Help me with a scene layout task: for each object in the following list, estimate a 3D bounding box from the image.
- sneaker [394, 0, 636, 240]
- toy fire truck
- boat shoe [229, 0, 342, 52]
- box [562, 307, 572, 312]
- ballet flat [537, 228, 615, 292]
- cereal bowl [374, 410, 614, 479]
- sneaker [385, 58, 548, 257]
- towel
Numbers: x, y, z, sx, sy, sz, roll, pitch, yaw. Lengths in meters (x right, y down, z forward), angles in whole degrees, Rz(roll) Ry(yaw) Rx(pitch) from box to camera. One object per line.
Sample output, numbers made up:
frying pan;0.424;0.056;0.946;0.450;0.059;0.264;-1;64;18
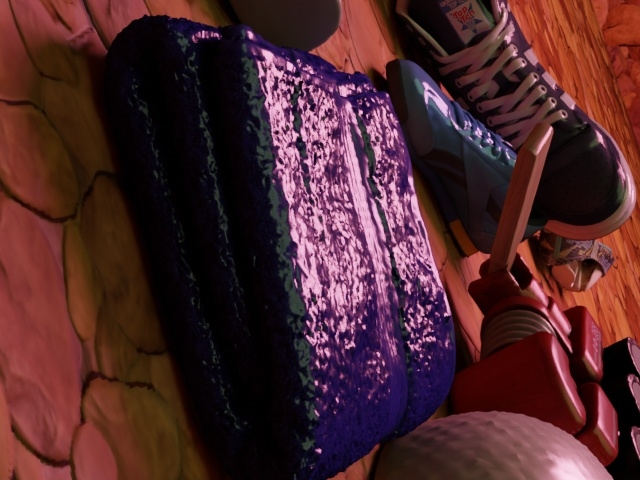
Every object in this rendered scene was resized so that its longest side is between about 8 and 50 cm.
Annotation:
sneaker;0.152;-0.130;1.438;0.282;0.099;0.153;59;4;35
toy fire truck;0.156;0.067;1.259;0.246;0.158;0.217;55;20;-15
boat shoe;-0.045;-0.202;0.964;0.228;0.080;0.076;56;16;-47
box;0.250;0.174;1.628;0.186;0.038;0.145;-85;152;-56
ballet flat;0.261;0.021;1.816;0.188;0.070;0.070;32;43;-64
cereal bowl;0.154;0.256;1.026;0.339;0.141;0.339;-17;90;-75
sneaker;0.116;-0.071;1.360;0.069;0.082;0.209;-89;154;-45
towel;0.000;0.000;0.894;0.308;0.076;0.227;-6;78;-74
